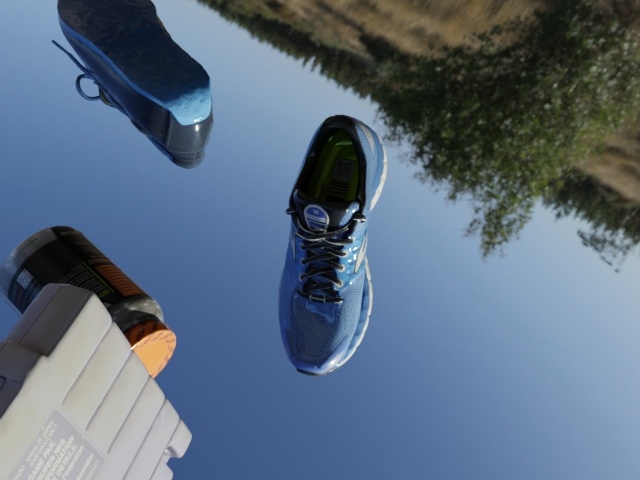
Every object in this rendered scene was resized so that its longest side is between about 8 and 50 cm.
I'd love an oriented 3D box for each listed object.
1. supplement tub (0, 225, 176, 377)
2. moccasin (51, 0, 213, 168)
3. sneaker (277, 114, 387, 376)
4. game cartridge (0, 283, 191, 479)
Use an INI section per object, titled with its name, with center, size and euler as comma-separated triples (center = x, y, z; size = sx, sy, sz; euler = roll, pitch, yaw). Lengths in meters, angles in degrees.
[supplement tub]
center = -0.258, 0.079, 0.738
size = 0.190, 0.117, 0.117
euler = 38, -164, 22
[moccasin]
center = -0.238, -0.204, 0.804
size = 0.138, 0.116, 0.342
euler = -17, -132, -21
[sneaker]
center = 0.000, 0.000, 0.810
size = 0.130, 0.329, 0.147
euler = 5, 174, 16
[game cartridge]
center = -0.217, 0.228, 0.431
size = 0.068, 0.230, 0.355
euler = 5, -132, 24
